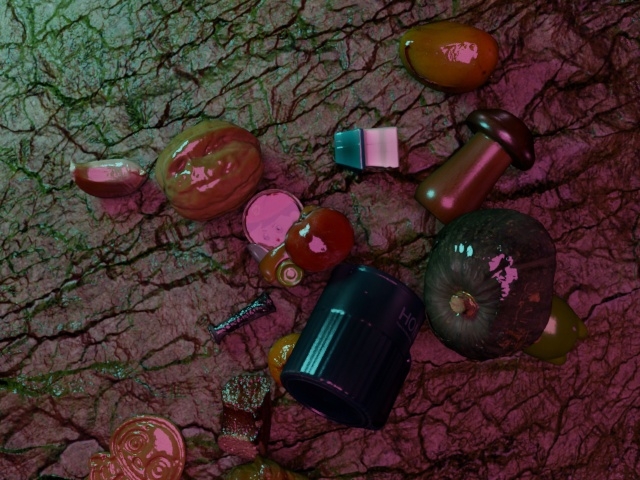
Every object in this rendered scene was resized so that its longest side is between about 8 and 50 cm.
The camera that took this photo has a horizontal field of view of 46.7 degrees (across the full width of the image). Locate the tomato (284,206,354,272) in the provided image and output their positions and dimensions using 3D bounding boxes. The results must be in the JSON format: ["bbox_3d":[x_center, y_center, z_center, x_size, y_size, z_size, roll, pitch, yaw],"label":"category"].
[{"bbox_3d":[0.000,0.000,1.636,0.159,0.091,0.139,-33,96,-2],"label":"tomato"}]

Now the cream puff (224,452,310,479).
[{"bbox_3d":[-0.122,0.620,1.726,0.268,0.155,0.241,13,126,-7],"label":"cream puff"}]

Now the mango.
[{"bbox_3d":[0.302,-0.439,1.765,0.235,0.136,0.167,20,93,6],"label":"mango"}]

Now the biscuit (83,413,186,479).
[{"bbox_3d":[-0.459,0.553,1.809,0.288,0.044,0.202,-36,89,-2],"label":"biscuit"}]

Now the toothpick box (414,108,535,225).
[{"bbox_3d":[0.365,-0.168,1.739,0.192,0.192,0.294,40,97,1],"label":"toothpick box"}]

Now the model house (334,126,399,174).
[{"bbox_3d":[0.108,-0.212,1.767,0.148,0.127,0.101,-1,89,-2],"label":"model house"}]

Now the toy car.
[{"bbox_3d":[-0.091,-0.017,1.753,0.234,0.145,0.235,0,92,-1],"label":"toy car"}]

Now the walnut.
[{"bbox_3d":[-0.253,-0.170,1.729,0.257,0.257,0.224,-40,57,0],"label":"walnut"}]

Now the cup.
[{"bbox_3d":[0.072,0.255,1.676,0.242,0.308,0.292,22,60,15],"label":"cup"}]

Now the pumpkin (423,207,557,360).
[{"bbox_3d":[0.367,0.099,1.601,0.257,0.291,0.328,-15,101,-43],"label":"pumpkin"}]

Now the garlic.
[{"bbox_3d":[-0.488,-0.157,1.775,0.198,0.128,0.091,0,73,4],"label":"garlic"}]

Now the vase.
[{"bbox_3d":[-0.191,0.189,1.800,0.167,0.059,0.059,-31,89,1],"label":"vase"}]

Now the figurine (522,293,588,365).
[{"bbox_3d":[0.492,0.177,1.756,0.263,0.143,0.162,37,96,13],"label":"figurine"}]

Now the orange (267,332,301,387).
[{"bbox_3d":[-0.060,0.292,1.766,0.135,0.117,0.136,2,111,7],"label":"orange"}]

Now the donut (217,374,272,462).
[{"bbox_3d":[-0.175,0.430,1.775,0.126,0.144,0.187,7,130,7],"label":"donut"}]
